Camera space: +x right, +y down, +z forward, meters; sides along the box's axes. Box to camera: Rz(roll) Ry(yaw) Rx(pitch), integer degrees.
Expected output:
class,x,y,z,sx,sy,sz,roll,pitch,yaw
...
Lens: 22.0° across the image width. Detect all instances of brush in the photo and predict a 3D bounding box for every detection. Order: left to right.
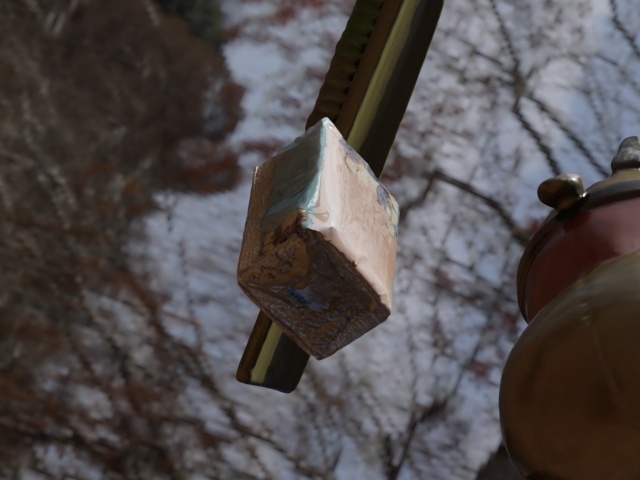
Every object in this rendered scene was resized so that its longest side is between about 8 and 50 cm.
class,x,y,z,sx,sy,sz,roll,pitch,yaw
brush,0.006,-0.040,1.053,0.048,0.054,0.282,21,-89,42

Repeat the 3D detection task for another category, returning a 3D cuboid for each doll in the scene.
class,x,y,z,sx,sy,sz,roll,pitch,yaw
doll,0.206,0.056,1.045,0.235,0.174,0.330,-30,-159,15

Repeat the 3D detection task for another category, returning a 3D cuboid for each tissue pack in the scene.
class,x,y,z,sx,sy,sz,roll,pitch,yaw
tissue pack,0.000,0.000,0.808,0.058,0.074,0.094,-30,-151,25
